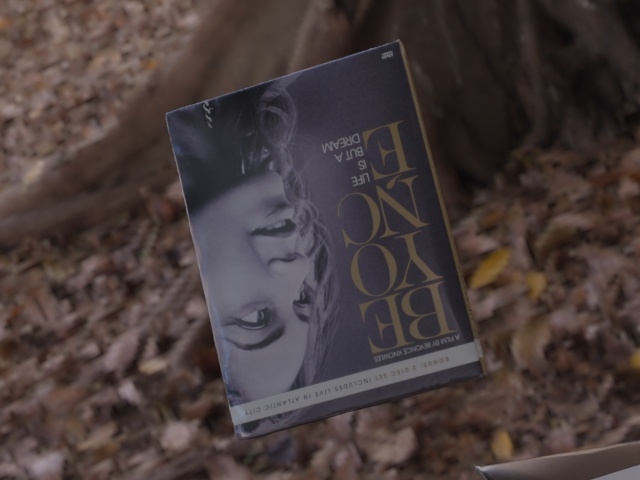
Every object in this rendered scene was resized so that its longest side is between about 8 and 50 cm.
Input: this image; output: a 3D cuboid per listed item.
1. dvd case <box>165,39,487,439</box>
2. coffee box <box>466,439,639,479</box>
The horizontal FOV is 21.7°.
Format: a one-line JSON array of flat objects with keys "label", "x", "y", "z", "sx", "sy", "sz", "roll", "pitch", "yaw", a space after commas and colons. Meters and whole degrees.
[{"label": "dvd case", "x": 0.000, "y": 0.000, "z": 1.062, "sx": 0.164, "sy": 0.221, "sz": 0.018, "roll": -16, "pitch": -11, "yaw": 13}, {"label": "coffee box", "x": 0.145, "y": 0.154, "z": 0.656, "sx": 0.246, "sy": 0.141, "sz": 0.098, "roll": -1, "pitch": 38, "yaw": -41}]
